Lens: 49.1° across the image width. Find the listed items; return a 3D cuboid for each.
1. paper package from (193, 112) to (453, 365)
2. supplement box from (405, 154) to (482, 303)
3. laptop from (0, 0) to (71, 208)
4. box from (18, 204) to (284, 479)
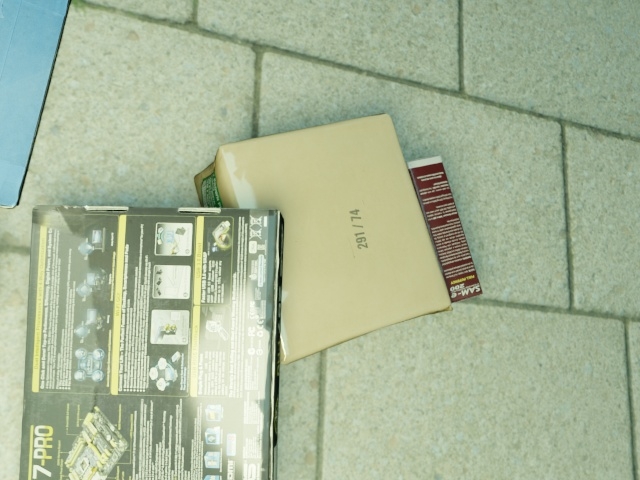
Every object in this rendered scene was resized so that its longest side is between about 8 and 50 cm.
[{"bbox_3d":[0.000,0.000,1.080,0.309,0.168,0.325,-15,86,-26],"label":"paper package"},{"bbox_3d":[0.176,-0.007,1.181,0.073,0.130,0.239,-14,84,-26],"label":"supplement box"},{"bbox_3d":[-0.549,-0.289,0.867,0.236,0.408,0.382,4,74,11],"label":"laptop"},{"bbox_3d":[-0.209,0.154,0.897,0.318,0.097,0.395,0,85,1],"label":"box"}]
